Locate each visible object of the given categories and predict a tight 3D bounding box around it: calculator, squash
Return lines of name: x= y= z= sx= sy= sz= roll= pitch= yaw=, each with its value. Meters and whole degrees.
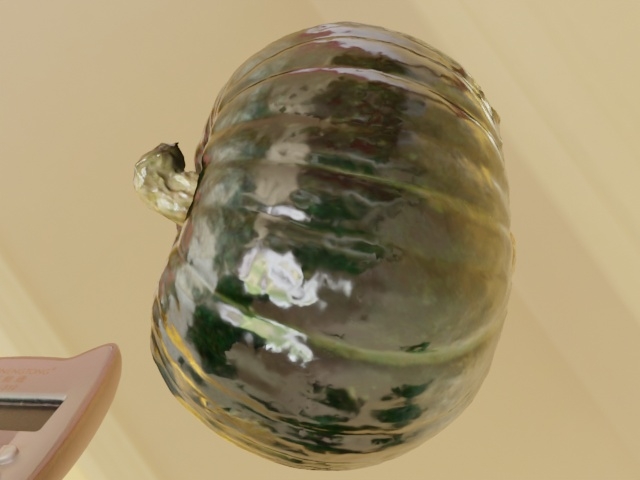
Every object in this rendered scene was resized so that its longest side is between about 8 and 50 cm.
calculator: x=-0.298 y=0.190 z=1.418 sx=0.220 sy=0.048 sz=0.329 roll=0 pitch=-147 yaw=34
squash: x=0.005 y=0.003 z=0.860 sx=0.172 sy=0.218 sz=0.218 roll=-4 pitch=-179 yaw=6
